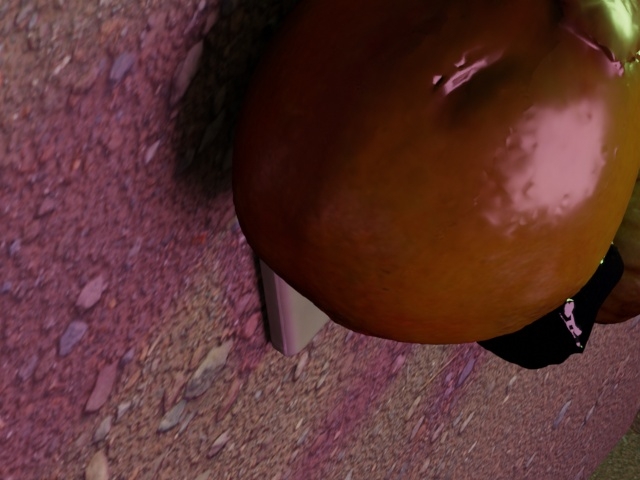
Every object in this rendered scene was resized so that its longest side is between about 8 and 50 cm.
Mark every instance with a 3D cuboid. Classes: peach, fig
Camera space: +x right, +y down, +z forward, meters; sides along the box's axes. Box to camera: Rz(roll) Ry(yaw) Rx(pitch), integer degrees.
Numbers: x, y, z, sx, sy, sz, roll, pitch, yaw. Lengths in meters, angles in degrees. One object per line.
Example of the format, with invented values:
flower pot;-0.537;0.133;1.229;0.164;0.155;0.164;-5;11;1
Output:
peach;0.102;-0.089;1.496;0.372;0.290;0.373;-14;146;-10
fig;0.375;-0.009;2.591;0.235;0.214;0.235;-169;-90;-89

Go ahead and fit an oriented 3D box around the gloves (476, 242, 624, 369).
gloves;0.253;0.013;2.290;0.152;0.197;0.301;31;50;-38

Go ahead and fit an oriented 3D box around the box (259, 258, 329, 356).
box;0.000;0.000;1.807;0.142;0.044;0.285;-49;161;-20
